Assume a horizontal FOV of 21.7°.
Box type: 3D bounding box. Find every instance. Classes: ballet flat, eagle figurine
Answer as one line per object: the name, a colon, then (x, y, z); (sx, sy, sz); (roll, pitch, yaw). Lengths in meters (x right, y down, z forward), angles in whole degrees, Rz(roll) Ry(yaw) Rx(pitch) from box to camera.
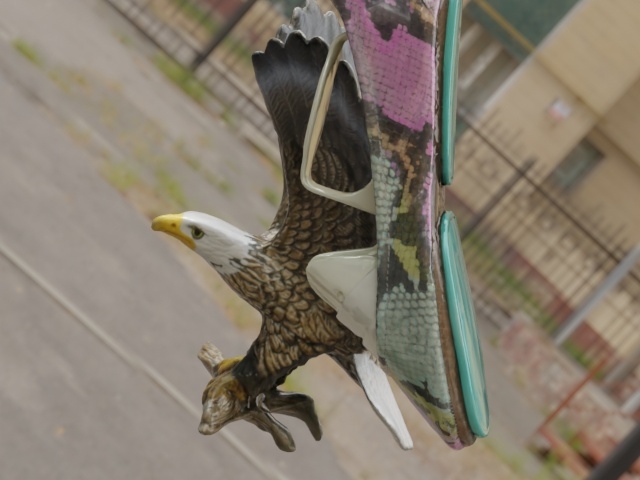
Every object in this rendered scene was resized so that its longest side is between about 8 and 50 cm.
ballet flat: (0.031, -0.016, 0.749); (0.077, 0.079, 0.221); (-15, 101, -81)
eagle figurine: (-0.009, -0.003, 1.197); (0.226, 0.298, 0.225); (35, 14, 39)
